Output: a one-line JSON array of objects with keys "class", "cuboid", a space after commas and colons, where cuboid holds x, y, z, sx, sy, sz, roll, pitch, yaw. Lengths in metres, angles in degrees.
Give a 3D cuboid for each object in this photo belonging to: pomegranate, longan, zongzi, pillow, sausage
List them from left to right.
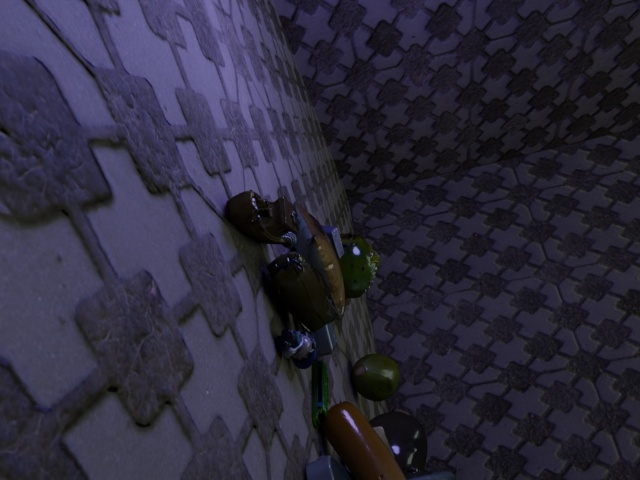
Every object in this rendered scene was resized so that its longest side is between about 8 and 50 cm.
[{"class": "zongzi", "cuboid": [-0.074, 0.077, 1.350, 0.260, 0.123, 0.289, 60, 2, -42]}, {"class": "pillow", "cuboid": [-0.010, 0.058, 1.607, 0.310, 0.119, 0.312, -113, -176, -62]}, {"class": "pomegranate", "cuboid": [0.092, 0.126, 1.945, 0.260, 0.260, 0.340, -70, 175, -75]}, {"class": "sausage", "cuboid": [0.137, 0.604, 1.378, 0.134, 0.116, 0.354, 15, 27, -53]}, {"class": "longan", "cuboid": [0.277, 0.825, 1.955, 0.350, 0.288, 0.288, -58, 135, -63]}]

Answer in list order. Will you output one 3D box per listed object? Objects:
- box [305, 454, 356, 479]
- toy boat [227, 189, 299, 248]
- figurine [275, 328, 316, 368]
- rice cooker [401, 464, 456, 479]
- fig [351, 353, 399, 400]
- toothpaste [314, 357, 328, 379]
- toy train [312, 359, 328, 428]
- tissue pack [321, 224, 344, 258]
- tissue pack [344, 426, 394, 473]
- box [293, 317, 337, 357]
[{"class": "box", "cuboid": [0.080, 0.739, 1.226, 0.367, 0.090, 0.373, 67, 5, -54]}, {"class": "toy boat", "cuboid": [-0.117, -0.049, 1.172, 0.321, 0.121, 0.089, 48, 36, -73]}, {"class": "figurine", "cuboid": [-0.063, 0.260, 1.246, 0.087, 0.086, 0.149, 34, -5, 34]}, {"class": "rice cooker", "cuboid": [0.283, 0.835, 1.465, 0.335, 0.335, 0.325, 63, 9, -57]}, {"class": "fig", "cuboid": [0.233, 0.603, 2.211, 0.230, 0.207, 0.207, -11, 88, -58]}, {"class": "toothpaste", "cuboid": [0.000, 0.394, 1.571, 0.045, 0.028, 0.170, -70, 150, -63]}, {"class": "toy train", "cuboid": [0.001, 0.440, 1.453, 0.209, 0.042, 0.044, -92, 165, -54]}, {"class": "tissue pack", "cuboid": [0.000, 0.000, 1.754, 0.051, 0.156, 0.112, -47, 132, -38]}, {"class": "tissue pack", "cuboid": [0.156, 0.701, 1.665, 0.196, 0.092, 0.148, 22, 41, -54]}, {"class": "box", "cuboid": [-0.012, 0.259, 1.468, 0.124, 0.093, 0.172, -7, 84, -81]}]
